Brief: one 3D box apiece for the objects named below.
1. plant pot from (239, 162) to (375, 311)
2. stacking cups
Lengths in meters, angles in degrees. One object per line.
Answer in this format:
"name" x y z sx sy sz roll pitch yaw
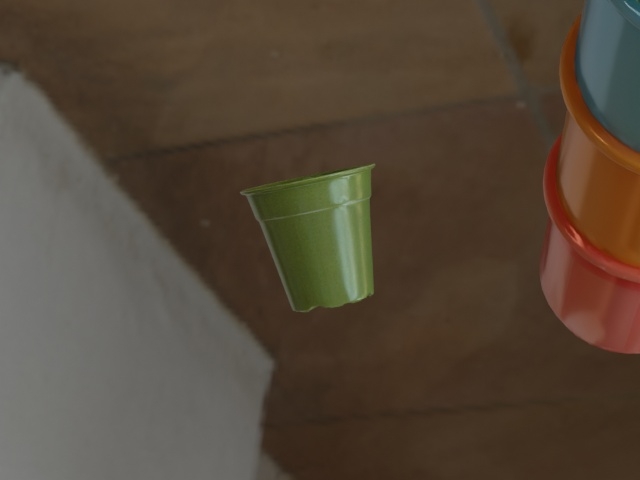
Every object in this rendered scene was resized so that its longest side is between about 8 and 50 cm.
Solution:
"plant pot" 0.000 0.000 1.029 0.083 0.079 0.083 -12 -177 1
"stacking cups" 0.114 -0.060 0.484 0.096 0.096 0.316 5 146 4
